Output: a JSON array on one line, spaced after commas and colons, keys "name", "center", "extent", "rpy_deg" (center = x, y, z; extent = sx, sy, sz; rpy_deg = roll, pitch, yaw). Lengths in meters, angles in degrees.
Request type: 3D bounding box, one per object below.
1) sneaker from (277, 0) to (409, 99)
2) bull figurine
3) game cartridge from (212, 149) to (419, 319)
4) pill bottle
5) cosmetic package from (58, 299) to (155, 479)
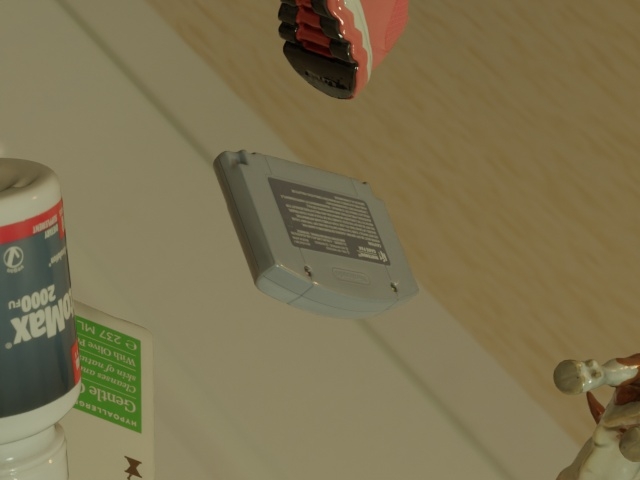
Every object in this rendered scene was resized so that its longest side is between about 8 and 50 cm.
[{"name": "sneaker", "center": [0.019, -0.287, 1.489], "extent": [0.136, 0.116, 0.314], "rpy_deg": [-42, 142, -31]}, {"name": "bull figurine", "center": [0.269, 0.102, 1.075], "extent": [0.310, 0.101, 0.188], "rpy_deg": [-26, 163, 28]}, {"name": "game cartridge", "center": [0.000, 0.000, 1.978], "extent": [0.060, 0.196, 0.294], "rpy_deg": [-39, 151, 27]}, {"name": "pill bottle", "center": [-0.186, 0.053, 0.885], "extent": [0.108, 0.108, 0.180], "rpy_deg": [-20, 114, -40]}, {"name": "cosmetic package", "center": [-0.220, 0.204, 1.032], "extent": [0.197, 0.365, 0.155], "rpy_deg": [24, 127, -29]}]
